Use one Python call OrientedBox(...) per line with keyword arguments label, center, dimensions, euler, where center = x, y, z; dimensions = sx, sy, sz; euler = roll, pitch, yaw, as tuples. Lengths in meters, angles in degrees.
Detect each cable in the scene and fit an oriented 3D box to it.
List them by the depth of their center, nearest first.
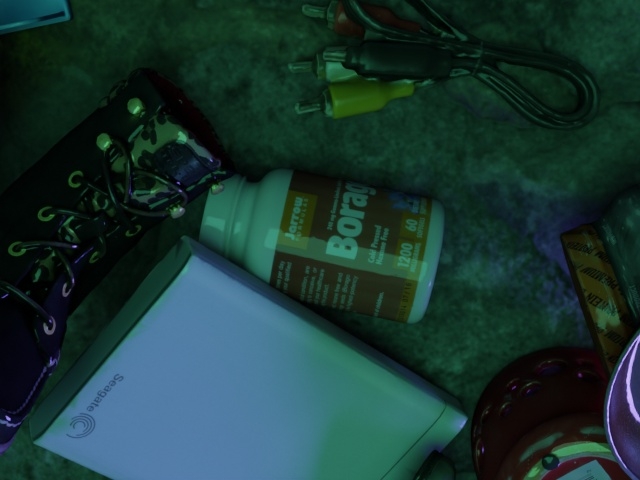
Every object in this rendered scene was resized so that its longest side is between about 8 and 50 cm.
OrientedBox(label="cable", center=(0.117, -0.173, 1.104), dimensions=(0.287, 0.072, 0.139), euler=(5, 88, -10))

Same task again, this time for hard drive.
OrientedBox(label="hard drive", center=(-0.058, 0.169, 1.121), dimensions=(0.353, 0.047, 0.233), euler=(33, 106, -30))

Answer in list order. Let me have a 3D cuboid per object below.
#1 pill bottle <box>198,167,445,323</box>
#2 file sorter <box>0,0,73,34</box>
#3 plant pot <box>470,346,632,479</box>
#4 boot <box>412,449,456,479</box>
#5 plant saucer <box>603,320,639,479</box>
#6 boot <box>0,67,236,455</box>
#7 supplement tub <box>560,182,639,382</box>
OrientedBox(label="pill bottle", center=(0.000, 0.000, 1.107), dimensions=(0.216, 0.121, 0.121), euler=(11, 105, 0))
OrientedBox(label="file sorter", center=(-0.313, -0.267, 1.067), dimensions=(0.118, 0.104, 0.170), euler=(-10, 104, 7))
OrientedBox(label="plant pot", center=(0.239, 0.217, 1.124), dimensions=(0.191, 0.174, 0.191), euler=(2, 106, 6))
OrientedBox(label="boot", center=(0.154, 0.328, 1.157), dimensions=(0.161, 0.083, 0.246), euler=(17, 120, 25))
OrientedBox(label="plant saucer", center=(0.377, 0.101, 0.961), dimensions=(0.311, 0.050, 0.310), euler=(-4, 128, -4))
OrientedBox(label="boot", center=(-0.211, 0.002, 1.003), dimensions=(0.284, 0.377, 0.138), euler=(-41, 107, 7))
OrientedBox(label="supplement tub", center=(0.386, 0.015, 1.049), dimensions=(0.316, 0.193, 0.193), euler=(-18, 103, 9))
